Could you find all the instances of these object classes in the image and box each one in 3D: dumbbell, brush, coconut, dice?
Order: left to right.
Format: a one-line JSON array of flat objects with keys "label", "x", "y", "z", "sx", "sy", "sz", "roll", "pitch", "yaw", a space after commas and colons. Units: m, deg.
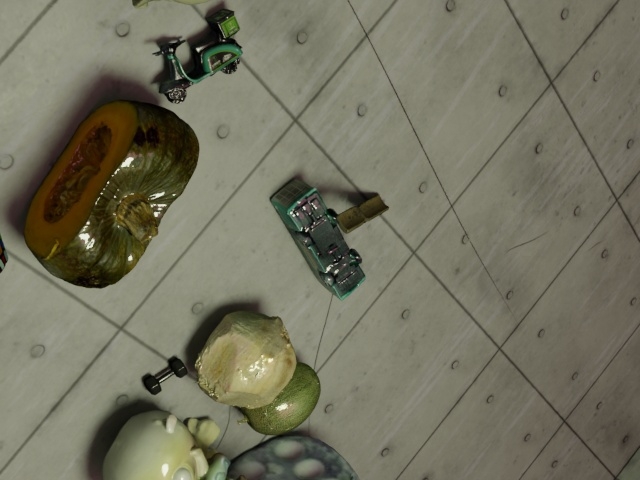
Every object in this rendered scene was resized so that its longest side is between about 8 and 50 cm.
[{"label": "dumbbell", "x": -0.295, "y": 0.259, "z": 1.862, "sx": 0.083, "sy": 0.036, "sz": 0.040, "roll": -33, "pitch": 131, "yaw": -21}, {"label": "coconut", "x": -0.136, "y": 0.223, "z": 1.877, "sx": 0.194, "sy": 0.194, "sz": 0.194, "roll": -19, "pitch": 124, "yaw": -31}, {"label": "dice", "x": -0.057, "y": 0.604, "z": 2.086, "sx": 0.270, "sy": 0.270, "sz": 0.271, "roll": -24, "pitch": 126, "yaw": -28}, {"label": "brush", "x": 0.078, "y": -0.048, "z": 1.921, "sx": 0.036, "sy": 0.043, "sz": 0.248, "roll": -42, "pitch": 176, "yaw": 24}]

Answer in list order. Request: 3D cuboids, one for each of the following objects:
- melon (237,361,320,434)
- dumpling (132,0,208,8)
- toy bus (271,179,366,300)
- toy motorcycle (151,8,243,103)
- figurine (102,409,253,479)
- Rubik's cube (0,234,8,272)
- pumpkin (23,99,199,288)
[{"label": "melon", "x": -0.087, "y": 0.324, "z": 1.998, "sx": 0.192, "sy": 0.139, "sz": 0.139, "roll": -29, "pitch": 129, "yaw": -22}, {"label": "dumpling", "x": -0.178, "y": -0.431, "z": 1.465, "sx": 0.258, "sy": 0.193, "sz": 0.147, "roll": -43, "pitch": 129, "yaw": -9}, {"label": "toy bus", "x": 0.000, "y": 0.000, "z": 1.911, "sx": 0.091, "sy": 0.109, "sz": 0.262, "roll": -39, "pitch": 131, "yaw": -14}, {"label": "toy motorcycle", "x": -0.203, "y": -0.301, "z": 1.614, "sx": 0.173, "sy": 0.058, "sz": 0.100, "roll": -37, "pitch": 125, "yaw": -20}, {"label": "figurine", "x": -0.208, "y": 0.449, "z": 1.866, "sx": 0.394, "sy": 0.274, "sz": 0.227, "roll": 28, "pitch": 122, "yaw": -7}, {"label": "Rubik's cube", "x": -0.539, "y": 0.023, "z": 1.477, "sx": 0.133, "sy": 0.133, "sz": 0.112, "roll": 27, "pitch": 68, "yaw": -45}, {"label": "pumpkin", "x": -0.319, "y": -0.072, "z": 1.529, "sx": 0.317, "sy": 0.222, "sz": 0.139, "roll": -54, "pitch": 134, "yaw": -3}]
